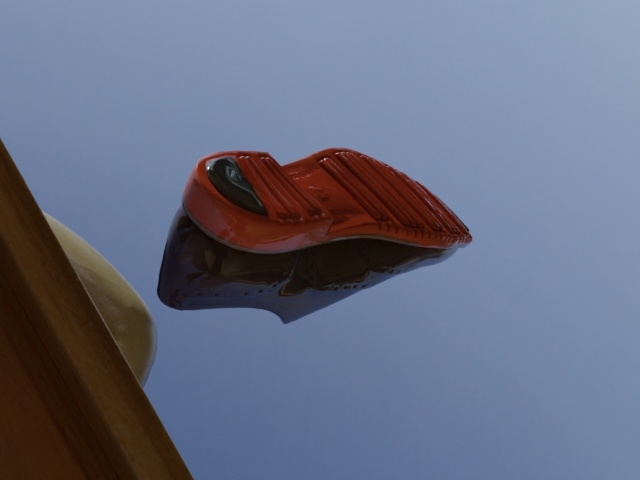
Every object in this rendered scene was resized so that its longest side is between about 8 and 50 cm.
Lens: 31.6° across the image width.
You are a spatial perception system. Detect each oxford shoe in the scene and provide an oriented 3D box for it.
[{"bbox_3d":[0.000,0.000,0.771,0.271,0.098,0.097,2,-142,-46],"label":"oxford shoe"}]

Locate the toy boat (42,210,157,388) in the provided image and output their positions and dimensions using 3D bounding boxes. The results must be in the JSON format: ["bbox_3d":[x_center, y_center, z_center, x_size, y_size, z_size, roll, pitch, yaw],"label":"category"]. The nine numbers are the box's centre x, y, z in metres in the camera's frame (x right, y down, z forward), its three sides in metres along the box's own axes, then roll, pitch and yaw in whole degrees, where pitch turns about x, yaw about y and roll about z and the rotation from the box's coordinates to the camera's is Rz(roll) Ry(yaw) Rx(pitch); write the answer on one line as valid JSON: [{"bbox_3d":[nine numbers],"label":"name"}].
[{"bbox_3d":[-0.306,0.117,0.937,0.267,0.148,0.318,37,-99,7],"label":"toy boat"}]

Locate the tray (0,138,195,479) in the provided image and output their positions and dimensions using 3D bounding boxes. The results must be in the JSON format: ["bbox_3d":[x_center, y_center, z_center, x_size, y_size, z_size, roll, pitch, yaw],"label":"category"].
[{"bbox_3d":[-0.138,0.091,0.285,0.202,0.076,0.411,-28,-96,-27],"label":"tray"}]
